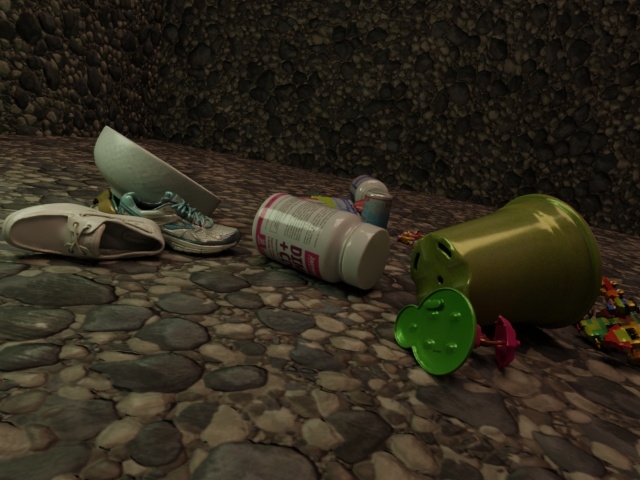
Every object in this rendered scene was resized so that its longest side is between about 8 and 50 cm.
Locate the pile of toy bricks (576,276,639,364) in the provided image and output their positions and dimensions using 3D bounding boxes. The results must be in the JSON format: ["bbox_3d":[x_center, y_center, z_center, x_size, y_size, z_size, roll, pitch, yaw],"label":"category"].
[{"bbox_3d":[0.573,0.173,0.855,0.105,0.118,0.212,-14,25,19],"label":"pile of toy bricks"}]

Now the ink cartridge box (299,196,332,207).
[{"bbox_3d":[-0.019,-0.061,1.275,0.063,0.109,0.150,5,15,-24],"label":"ink cartridge box"}]

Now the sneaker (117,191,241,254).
[{"bbox_3d":[-0.321,-0.043,0.973,0.282,0.122,0.110,7,15,-12],"label":"sneaker"}]

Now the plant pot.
[{"bbox_3d":[0.328,0.059,0.829,0.253,0.276,0.276,-8,20,-21],"label":"plant pot"}]

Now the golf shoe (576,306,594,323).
[{"bbox_3d":[0.526,0.134,0.991,0.186,0.068,0.086,22,20,39],"label":"golf shoe"}]

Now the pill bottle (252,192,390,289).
[{"bbox_3d":[0.000,0.000,0.955,0.283,0.160,0.160,19,17,31],"label":"pill bottle"}]

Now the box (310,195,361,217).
[{"bbox_3d":[0.051,-0.107,1.550,0.178,0.042,0.109,0,48,-36],"label":"box"}]

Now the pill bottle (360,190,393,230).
[{"bbox_3d":[0.170,-0.071,1.344,0.087,0.160,0.087,10,14,-2],"label":"pill bottle"}]

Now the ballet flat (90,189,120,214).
[{"bbox_3d":[-0.536,-0.070,1.071,0.073,0.080,0.232,-26,25,-18],"label":"ballet flat"}]

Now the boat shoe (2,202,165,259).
[{"bbox_3d":[-0.439,-0.011,0.819,0.277,0.098,0.096,1,16,-35],"label":"boat shoe"}]

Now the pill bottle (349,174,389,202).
[{"bbox_3d":[0.219,-0.202,1.902,0.152,0.152,0.272,8,15,-7],"label":"pill bottle"}]

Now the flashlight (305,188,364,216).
[{"bbox_3d":[0.088,-0.140,1.684,0.304,0.103,0.103,17,-11,27],"label":"flashlight"}]

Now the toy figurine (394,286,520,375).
[{"bbox_3d":[0.232,0.157,0.686,0.159,0.130,0.173,18,-15,-26],"label":"toy figurine"}]

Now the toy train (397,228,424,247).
[{"bbox_3d":[0.335,-0.007,1.444,0.125,0.046,0.166,3,16,-26],"label":"toy train"}]

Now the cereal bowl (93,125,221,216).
[{"bbox_3d":[-0.445,-0.147,1.138,0.339,0.141,0.339,34,-2,1],"label":"cereal bowl"}]
